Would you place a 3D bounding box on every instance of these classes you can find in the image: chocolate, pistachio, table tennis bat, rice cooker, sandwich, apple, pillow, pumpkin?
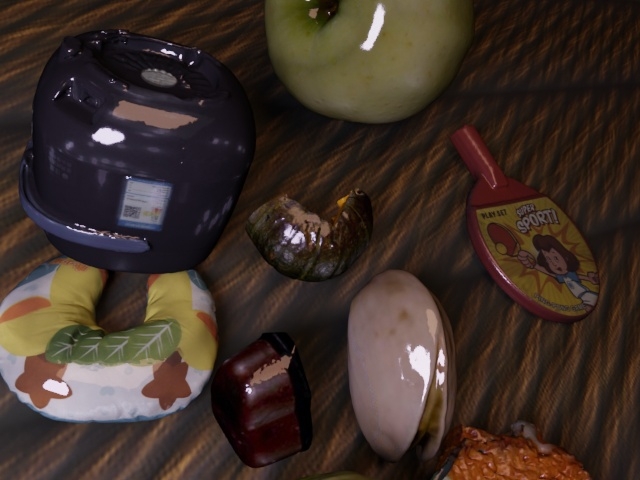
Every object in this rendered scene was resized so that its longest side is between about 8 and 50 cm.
[{"bbox_3d":[-0.077,0.169,0.627,0.080,0.148,0.125,-21,31,-36],"label":"chocolate"},{"bbox_3d":[0.104,0.154,0.723,0.138,0.153,0.238,0,82,-16],"label":"pistachio"},{"bbox_3d":[0.359,-0.038,1.058,0.268,0.051,0.414,-11,64,-33],"label":"table tennis bat"},{"bbox_3d":[-0.209,-0.108,0.674,0.267,0.224,0.267,15,38,-12],"label":"rice cooker"},{"bbox_3d":[0.225,0.317,0.687,0.292,0.109,0.212,12,45,-23],"label":"sandwich"},{"bbox_3d":[0.084,-0.371,0.971,0.357,0.357,0.357,14,51,-18],"label":"apple"},{"bbox_3d":[-0.227,0.101,0.635,0.233,0.086,0.214,8,43,-19],"label":"pillow"},{"bbox_3d":[0.000,0.000,0.795,0.183,0.119,0.107,-12,61,-27],"label":"pumpkin"}]

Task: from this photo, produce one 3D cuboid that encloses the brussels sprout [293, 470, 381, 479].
[{"bbox_3d":[0.017,0.338,0.486,0.294,0.227,0.259,1,70,-36],"label":"brussels sprout"}]
